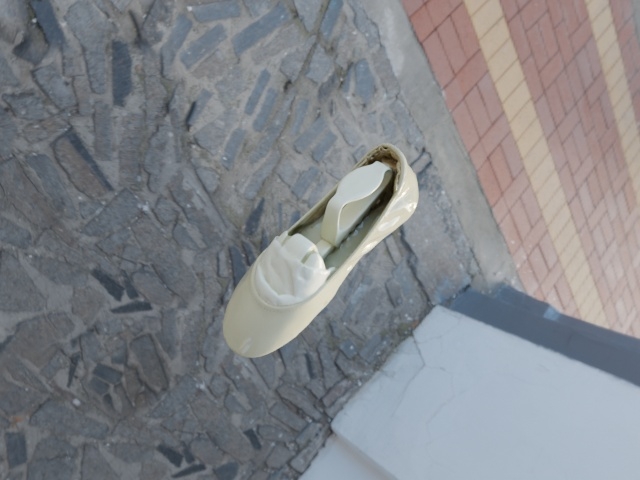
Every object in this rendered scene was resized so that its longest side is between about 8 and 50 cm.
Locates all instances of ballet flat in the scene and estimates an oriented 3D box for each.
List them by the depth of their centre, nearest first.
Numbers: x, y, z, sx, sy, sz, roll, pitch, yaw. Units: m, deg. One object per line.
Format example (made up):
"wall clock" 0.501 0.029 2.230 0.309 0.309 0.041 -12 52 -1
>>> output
"ballet flat" 0.000 0.000 0.469 0.248 0.086 0.086 -46 121 -18
